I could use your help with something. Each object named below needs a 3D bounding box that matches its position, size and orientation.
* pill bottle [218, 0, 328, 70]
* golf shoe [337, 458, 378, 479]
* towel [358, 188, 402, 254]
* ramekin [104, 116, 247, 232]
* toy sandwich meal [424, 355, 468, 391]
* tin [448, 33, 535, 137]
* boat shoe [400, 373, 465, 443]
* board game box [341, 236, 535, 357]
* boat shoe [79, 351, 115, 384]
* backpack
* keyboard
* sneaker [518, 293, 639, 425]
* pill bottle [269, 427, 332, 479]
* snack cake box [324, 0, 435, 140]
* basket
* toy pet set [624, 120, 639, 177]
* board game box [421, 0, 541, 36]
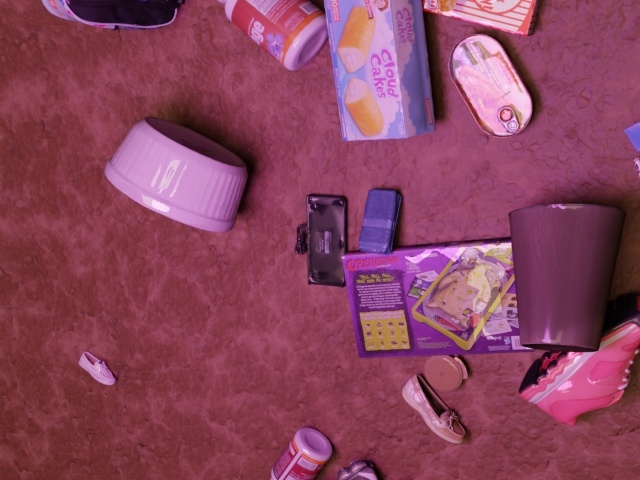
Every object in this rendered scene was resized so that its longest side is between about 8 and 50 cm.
[{"bbox_3d":[-0.094,-0.419,1.894,0.216,0.121,0.121,41,116,11],"label":"pill bottle"},{"bbox_3d":[0.040,0.523,2.084,0.198,0.077,0.094,-45,57,29],"label":"golf shoe"},{"bbox_3d":[0.110,-0.035,1.930,0.067,0.029,0.119,8,86,28],"label":"towel"},{"bbox_3d":[-0.263,-0.132,1.974,0.273,0.273,0.127,30,102,15],"label":"ramekin"},{"bbox_3d":[0.237,0.246,1.965,0.086,0.029,0.085,9,110,26],"label":"toy sandwich meal"},{"bbox_3d":[0.297,-0.269,1.800,0.106,0.040,0.189,-29,90,32],"label":"tin"},{"bbox_3d":[0.221,0.321,1.977,0.153,0.056,0.048,46,122,16],"label":"boat shoe"},{"bbox_3d":[0.219,0.109,1.928,0.347,0.056,0.208,-5,105,25],"label":"board game box"},{"bbox_3d":[-0.492,0.281,2.306,0.100,0.035,0.035,35,118,20],"label":"boat shoe"},{"bbox_3d":[-0.405,-0.509,1.942,0.191,0.253,0.225,20,113,40],"label":"backpack"},{"bbox_3d":[0.000,0.000,2.013,0.108,0.023,0.180,4,104,20],"label":"keyboard"},{"bbox_3d":[0.496,0.210,1.807,0.136,0.116,0.314,43,122,-4],"label":"sneaker"},{"bbox_3d":[-0.046,0.460,2.117,0.086,0.086,0.152,38,115,11],"label":"pill bottle"},{"bbox_3d":[0.105,-0.312,1.825,0.152,0.089,0.264,2,105,45],"label":"snack cake box"},{"bbox_3d":[0.402,0.066,1.722,0.204,0.154,0.226,-5,76,43],"label":"basket"},{"bbox_3d":[0.559,-0.152,1.692,0.122,0.065,0.114,-32,89,27],"label":"toy pet set"},{"bbox_3d":[0.281,-0.440,1.757,0.194,0.045,0.146,19,111,20],"label":"board game box"}]
